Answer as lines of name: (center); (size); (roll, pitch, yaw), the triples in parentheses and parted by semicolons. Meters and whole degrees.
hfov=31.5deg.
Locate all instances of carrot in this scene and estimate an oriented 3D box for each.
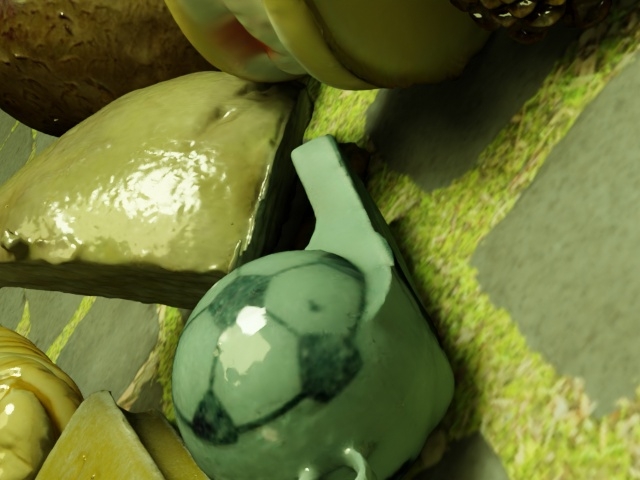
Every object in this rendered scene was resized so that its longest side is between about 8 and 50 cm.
carrot: (0.000, 0.000, 0.832); (0.042, 0.042, 0.171); (-16, 48, 55)

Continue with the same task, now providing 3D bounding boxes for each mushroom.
mushroom: (-0.183, -0.187, 1.059); (0.345, 0.345, 0.239); (-32, 67, 43)

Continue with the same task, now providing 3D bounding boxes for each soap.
soap: (-0.144, 0.222, 0.808); (0.160, 0.080, 0.257); (-60, 26, -1)

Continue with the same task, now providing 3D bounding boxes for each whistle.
whistle: (-0.013, 0.062, 0.666); (0.163, 0.163, 0.290); (-51, 26, 17)

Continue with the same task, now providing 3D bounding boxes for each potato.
potato: (-0.148, -0.056, 0.853); (0.211, 0.264, 0.189); (66, -149, -77)

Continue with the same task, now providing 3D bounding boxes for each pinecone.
pinecone: (0.138, -0.194, 0.698); (0.140, 0.140, 0.121); (-40, -4, 34)

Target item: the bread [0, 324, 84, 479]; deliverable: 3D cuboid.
bread: (-0.300, 0.185, 1.074); (0.311, 0.121, 0.173); (16, 81, 63)

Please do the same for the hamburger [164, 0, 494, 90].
hamburger: (0.008, -0.247, 0.783); (0.186, 0.261, 0.303); (13, 50, 42)
